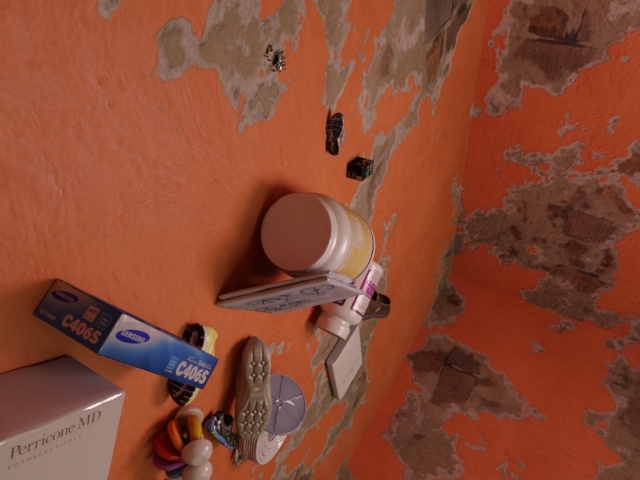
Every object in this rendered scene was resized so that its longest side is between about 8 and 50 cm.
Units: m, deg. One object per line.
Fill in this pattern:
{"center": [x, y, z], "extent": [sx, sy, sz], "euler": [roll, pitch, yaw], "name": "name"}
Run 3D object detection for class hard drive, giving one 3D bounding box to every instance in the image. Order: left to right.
{"center": [0.115, 0.555, 2.345], "extent": [0.233, 0.047, 0.353], "euler": [-53, 152, -31], "name": "hard drive"}

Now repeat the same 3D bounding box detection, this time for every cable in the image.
{"center": [-0.178, 0.628, 1.745], "extent": [0.257, 0.089, 0.257], "euler": [-19, 126, -59], "name": "cable"}

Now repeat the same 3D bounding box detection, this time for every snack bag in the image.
{"center": [-0.060, 0.148, 1.401], "extent": [0.342, 0.323, 0.037], "euler": [27, 50, -65], "name": "snack bag"}

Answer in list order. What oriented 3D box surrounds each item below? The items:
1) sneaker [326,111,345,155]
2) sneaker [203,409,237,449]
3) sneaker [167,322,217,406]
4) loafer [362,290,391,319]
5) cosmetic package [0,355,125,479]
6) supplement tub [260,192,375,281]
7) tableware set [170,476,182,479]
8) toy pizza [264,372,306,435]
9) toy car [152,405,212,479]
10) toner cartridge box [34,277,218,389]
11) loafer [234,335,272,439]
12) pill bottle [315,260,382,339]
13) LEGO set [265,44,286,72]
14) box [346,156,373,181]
{"center": [0.048, -0.326, 1.535], "extent": [0.058, 0.052, 0.135], "euler": [-57, 162, -48], "name": "sneaker"}
{"center": [-0.279, 0.559, 1.510], "extent": [0.078, 0.067, 0.188], "euler": [-50, 147, -24], "name": "sneaker"}
{"center": [-0.301, 0.306, 1.255], "extent": [0.094, 0.081, 0.209], "euler": [18, 92, -68], "name": "sneaker"}
{"center": [0.228, 0.266, 2.249], "extent": [0.366, 0.133, 0.130], "euler": [0, 109, -64], "name": "loafer"}
{"center": [-0.504, 0.452, 0.853], "extent": [0.230, 0.161, 0.453], "euler": [-9, 116, -63], "name": "cosmetic package"}
{"center": [0.000, 0.000, 1.447], "extent": [0.331, 0.241, 0.241], "euler": [20, 90, -66], "name": "supplement tub"}
{"center": [-0.430, 0.690, 1.340], "extent": [0.194, 0.039, 0.128], "euler": [42, 59, -70], "name": "tableware set"}
{"center": [-0.140, 0.531, 1.657], "extent": [0.201, 0.201, 0.032], "euler": [-43, 176, -44], "name": "toy pizza"}
{"center": [-0.349, 0.521, 1.278], "extent": [0.136, 0.159, 0.182], "euler": [-7, 121, -24], "name": "toy car"}
{"center": [-0.346, 0.189, 0.971], "extent": [0.075, 0.165, 0.348], "euler": [-63, 155, -16], "name": "toner cartridge box"}
{"center": [-0.198, 0.440, 1.521], "extent": [0.111, 0.112, 0.320], "euler": [-126, -136, -69], "name": "loafer"}
{"center": [0.100, 0.207, 1.900], "extent": [0.302, 0.169, 0.169], "euler": [-63, 155, -13], "name": "pill bottle"}
{"center": [-0.097, -0.416, 1.184], "extent": [0.083, 0.023, 0.054], "euler": [-10, 118, -62], "name": "LEGO set"}
{"center": [0.136, -0.245, 1.750], "extent": [0.083, 0.062, 0.052], "euler": [-41, 142, -47], "name": "box"}
